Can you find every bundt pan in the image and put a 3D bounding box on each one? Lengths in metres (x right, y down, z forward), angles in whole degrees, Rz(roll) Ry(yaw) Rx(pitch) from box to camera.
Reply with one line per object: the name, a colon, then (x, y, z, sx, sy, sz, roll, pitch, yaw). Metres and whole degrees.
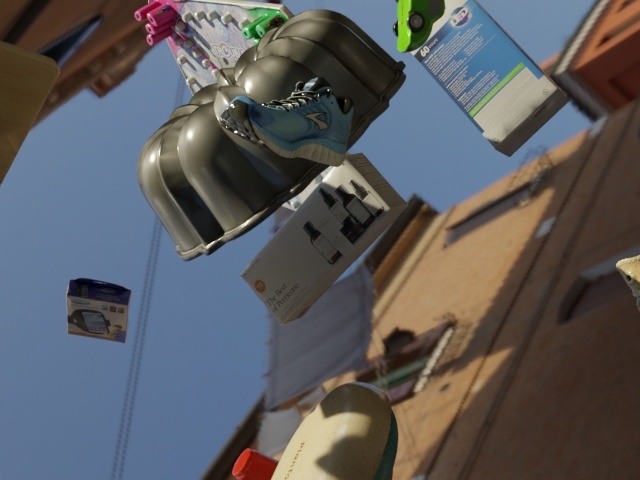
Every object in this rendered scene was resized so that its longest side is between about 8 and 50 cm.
bundt pan: (-0.071, -0.132, 1.101, 0.124, 0.331, 0.331, 49, -138, -14)

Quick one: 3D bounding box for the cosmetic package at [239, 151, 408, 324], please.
cosmetic package: (0.000, 0.000, 1.342, 0.099, 0.239, 0.060, 50, -152, 15)

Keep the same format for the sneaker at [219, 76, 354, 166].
sneaker: (-0.025, -0.111, 0.864, 0.063, 0.073, 0.162, 29, -165, 28)

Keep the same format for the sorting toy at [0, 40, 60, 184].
sorting toy: (-0.525, -0.186, 1.333, 0.257, 0.255, 0.089, 15, -151, -40)

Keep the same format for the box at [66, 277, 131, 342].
box: (-0.296, 0.093, 1.335, 0.081, 0.136, 0.028, 10, -120, -7)

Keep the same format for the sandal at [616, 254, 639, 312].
sandal: (0.419, 0.029, 1.290, 0.079, 0.088, 0.240, 13, -115, -4)

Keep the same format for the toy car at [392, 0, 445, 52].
toy car: (0.117, -0.329, 1.157, 0.053, 0.239, 0.225, 0, -88, -13)

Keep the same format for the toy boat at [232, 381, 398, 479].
toy boat: (0.001, 0.316, 1.284, 0.148, 0.318, 0.267, 35, -113, -13)

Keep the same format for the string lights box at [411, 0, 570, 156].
string lights box: (0.259, -0.275, 1.603, 0.260, 0.133, 0.076, 54, -161, 24)

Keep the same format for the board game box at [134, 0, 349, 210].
board game box: (-0.108, -0.190, 1.559, 0.050, 0.390, 0.390, -39, -56, -23)
